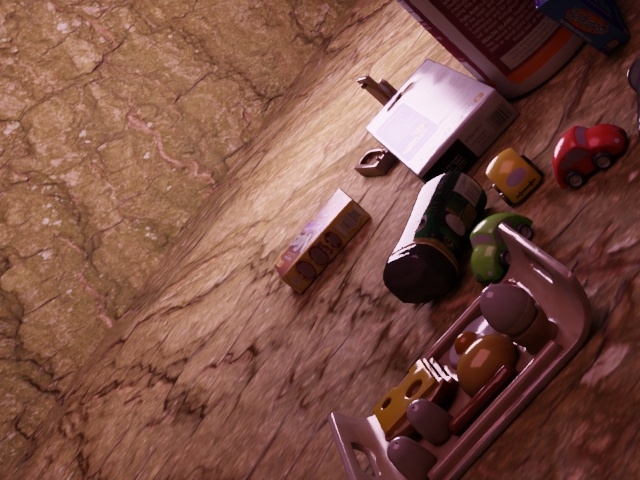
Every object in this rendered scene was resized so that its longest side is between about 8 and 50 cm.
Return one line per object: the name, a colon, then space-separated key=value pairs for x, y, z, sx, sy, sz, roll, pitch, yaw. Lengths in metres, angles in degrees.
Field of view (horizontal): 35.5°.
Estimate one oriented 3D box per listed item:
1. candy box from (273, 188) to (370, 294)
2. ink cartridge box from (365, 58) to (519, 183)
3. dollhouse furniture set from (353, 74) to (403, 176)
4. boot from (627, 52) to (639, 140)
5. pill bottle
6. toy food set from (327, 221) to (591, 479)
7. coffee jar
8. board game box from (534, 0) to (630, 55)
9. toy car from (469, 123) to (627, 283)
candy box: x=0.000 y=0.000 z=1.777 sx=0.186 sy=0.053 sz=0.109 roll=-50 pitch=16 yaw=3
ink cartridge box: x=0.190 y=-0.200 z=1.672 sx=0.176 sy=0.069 sz=0.371 roll=-48 pitch=21 yaw=6
dollhouse furniture set: x=0.096 y=-0.219 z=1.891 sx=0.151 sy=0.123 sz=0.144 roll=-52 pitch=16 yaw=-10
boot: x=0.402 y=-0.202 z=1.078 sx=0.189 sy=0.076 sz=0.208 roll=-58 pitch=-3 yaw=24
pill bottle: x=0.222 y=-0.424 z=1.535 sx=0.224 sy=0.392 sz=0.224 roll=-44 pitch=17 yaw=17
toy food set: x=0.131 y=0.126 z=1.059 sx=0.306 sy=0.092 sz=0.220 roll=-47 pitch=16 yaw=5
coffee jar: x=0.152 y=-0.003 z=1.325 sx=0.096 sy=0.079 sz=0.184 roll=-28 pitch=25 yaw=47
board game box: x=0.339 y=-0.376 z=1.393 sx=0.047 sy=0.160 sz=0.210 roll=-37 pitch=49 yaw=35
toy car: x=0.243 y=-0.048 z=1.230 sx=0.225 sy=0.053 sz=0.239 roll=-55 pitch=17 yaw=-21
